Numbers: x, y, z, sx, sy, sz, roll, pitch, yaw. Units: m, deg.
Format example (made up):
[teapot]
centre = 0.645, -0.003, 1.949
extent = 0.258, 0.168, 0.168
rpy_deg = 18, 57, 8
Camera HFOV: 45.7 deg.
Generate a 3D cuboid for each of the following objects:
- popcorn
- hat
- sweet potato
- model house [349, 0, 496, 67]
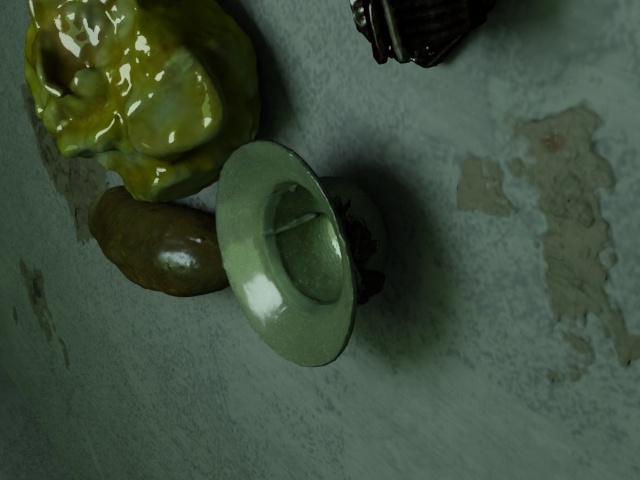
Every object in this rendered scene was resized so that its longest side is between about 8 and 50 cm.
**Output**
[popcorn]
centre = -0.223, -0.224, 0.990
extent = 0.292, 0.293, 0.334
rpy_deg = -42, 101, 15
[hat]
centre = 0.000, 0.000, 0.861
extent = 0.257, 0.130, 0.257
rpy_deg = 28, 128, 44
[sweet potato]
centre = -0.238, 0.008, 1.174
extent = 0.370, 0.158, 0.157
rpy_deg = 19, 120, 50
[model house]
centre = 0.072, -0.243, 0.626
extent = 0.141, 0.164, 0.203
rpy_deg = 6, 108, 47
